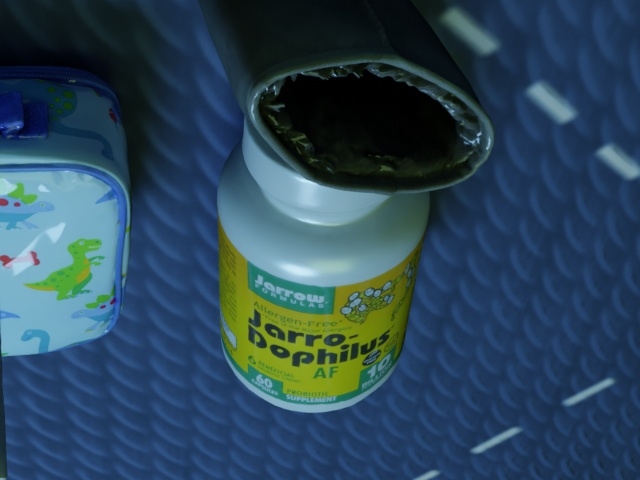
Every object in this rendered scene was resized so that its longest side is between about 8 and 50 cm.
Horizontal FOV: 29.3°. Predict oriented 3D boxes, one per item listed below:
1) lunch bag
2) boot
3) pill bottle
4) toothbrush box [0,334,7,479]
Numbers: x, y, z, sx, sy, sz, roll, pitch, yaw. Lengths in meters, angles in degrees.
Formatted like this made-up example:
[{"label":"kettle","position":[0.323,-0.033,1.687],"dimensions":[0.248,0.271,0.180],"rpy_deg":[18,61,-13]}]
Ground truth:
[{"label":"lunch bag","position":[-0.208,-0.014,0.640],"dimensions":[0.219,0.090,0.176],"rpy_deg":[-3,144,-13]},{"label":"boot","position":[-0.043,-0.114,0.454],"dimensions":[0.190,0.208,0.076],"rpy_deg":[9,138,-27]},{"label":"pill bottle","position":[0.000,0.000,0.697],"dimensions":[0.118,0.117,0.208],"rpy_deg":[-6,143,-9]},{"label":"toothbrush box","position":[-0.216,-0.067,0.392],"dimensions":[0.126,0.295,0.216],"rpy_deg":[-24,143,12]}]
